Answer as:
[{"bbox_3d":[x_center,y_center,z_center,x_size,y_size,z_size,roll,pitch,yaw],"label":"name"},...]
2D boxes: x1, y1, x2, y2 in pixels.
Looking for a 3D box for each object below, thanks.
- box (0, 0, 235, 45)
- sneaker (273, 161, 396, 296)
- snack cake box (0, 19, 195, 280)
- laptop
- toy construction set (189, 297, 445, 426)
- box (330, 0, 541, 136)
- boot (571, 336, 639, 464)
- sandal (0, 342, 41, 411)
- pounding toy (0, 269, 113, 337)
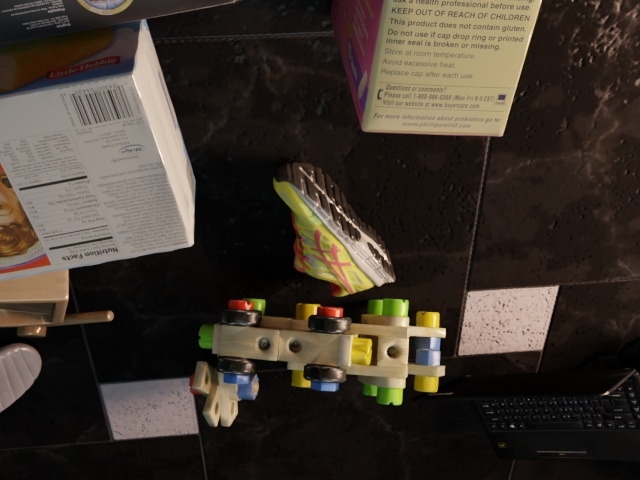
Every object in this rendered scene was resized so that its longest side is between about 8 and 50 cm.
[{"bbox_3d":[-0.197,-0.224,0.607,0.270,0.216,0.060,-11,130,1],"label":"box"},{"bbox_3d":[0.000,0.000,0.907,0.094,0.081,0.208,-28,128,18],"label":"sneaker"},{"bbox_3d":[-0.236,-0.054,0.586,0.264,0.089,0.152,-10,132,1],"label":"snack cake box"},{"bbox_3d":[0.283,0.239,1.023,0.234,0.136,0.264,-8,124,32],"label":"laptop"},{"bbox_3d":[-0.017,0.133,0.970,0.328,0.151,0.215,-12,173,10],"label":"toy construction set"},{"bbox_3d":[0.088,-0.239,0.632,0.117,0.213,0.243,1,129,-9],"label":"box"},{"bbox_3d":[0.618,0.231,1.152,0.445,0.146,0.367,32,117,-24],"label":"boot"},{"bbox_3d":[-0.469,0.210,1.031,0.265,0.076,0.102,-39,136,-3],"label":"sandal"},{"bbox_3d":[-0.321,0.045,0.893,0.181,0.094,0.206,0,163,-20],"label":"pounding toy"}]
